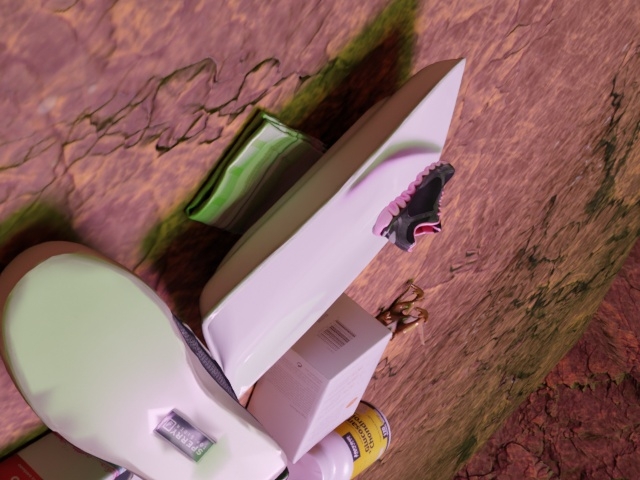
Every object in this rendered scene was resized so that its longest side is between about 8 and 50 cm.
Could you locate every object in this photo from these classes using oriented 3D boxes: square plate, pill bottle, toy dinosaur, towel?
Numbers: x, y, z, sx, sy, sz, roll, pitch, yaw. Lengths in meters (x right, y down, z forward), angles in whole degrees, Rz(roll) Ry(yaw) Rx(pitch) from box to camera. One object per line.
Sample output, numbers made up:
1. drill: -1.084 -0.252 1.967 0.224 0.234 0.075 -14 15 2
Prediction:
1. square plate: 0.000 0.000 1.161 0.344 0.049 0.347 -46 167 -17
2. pill bottle: 0.022 0.319 1.778 0.184 0.103 0.103 -24 148 -54
3. toy dinosaur: 0.118 0.118 1.718 0.112 0.064 0.211 -41 160 34
4. towel: -0.051 -0.051 1.029 0.113 0.023 0.152 -54 161 7

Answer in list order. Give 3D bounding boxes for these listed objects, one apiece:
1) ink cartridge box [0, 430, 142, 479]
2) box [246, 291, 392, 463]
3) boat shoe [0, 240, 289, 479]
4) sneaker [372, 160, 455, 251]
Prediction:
1. ink cartridge box: -0.232 0.233 1.069 0.175 0.072 0.127 -30 152 -46
2. box: -0.005 0.169 1.448 0.130 0.091 0.170 -33 154 -43
3. boat shoe: -0.164 0.100 0.936 0.127 0.158 0.340 -42 132 -11
4. sneaker: 0.106 -0.032 1.189 0.119 0.057 0.047 -45 166 -27
